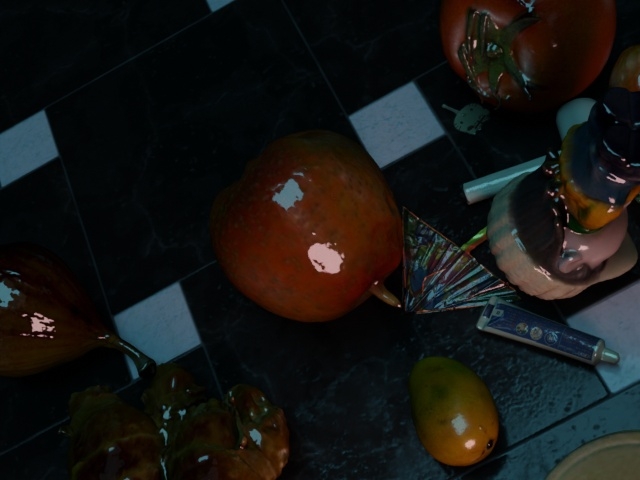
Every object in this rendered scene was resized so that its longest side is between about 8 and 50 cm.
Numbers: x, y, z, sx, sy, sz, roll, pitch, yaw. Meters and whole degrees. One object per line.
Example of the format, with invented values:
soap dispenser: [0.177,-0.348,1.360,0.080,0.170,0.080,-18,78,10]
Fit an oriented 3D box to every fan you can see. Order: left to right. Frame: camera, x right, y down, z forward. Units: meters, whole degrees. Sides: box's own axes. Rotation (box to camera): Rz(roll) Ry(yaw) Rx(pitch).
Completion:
fan: [0.224,-0.197,1.516,0.083,0.004,0.056,33,78,31]

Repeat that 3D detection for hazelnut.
hazelnut: [0.476,-0.201,1.346,0.150,0.150,0.150,-8,61,16]

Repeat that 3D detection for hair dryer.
hair dryer: [0.311,-0.108,1.415,0.236,0.073,0.131,-21,57,19]

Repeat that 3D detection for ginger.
ginger: [-0.204,0.302,1.325,0.357,0.152,0.274,10,68,22]

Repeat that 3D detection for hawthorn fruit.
hawthorn fruit: [0.000,0.000,1.362,0.298,0.277,0.277,40,82,12]

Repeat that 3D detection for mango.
mango: [0.173,0.218,1.272,0.111,0.089,0.163,-17,51,12]

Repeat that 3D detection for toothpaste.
toothpaste: [0.306,0.126,1.303,0.197,0.035,0.057,19,67,30]

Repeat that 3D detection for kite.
kite: [0.179,0.033,1.410,0.183,0.014,0.241,-41,57,-5]

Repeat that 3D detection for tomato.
tomato: [0.302,-0.313,1.411,0.255,0.256,0.224,33,60,30]

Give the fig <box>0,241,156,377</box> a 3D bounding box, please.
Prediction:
fig: [-0.400,0.137,1.493,0.320,0.217,0.217,23,71,-1]

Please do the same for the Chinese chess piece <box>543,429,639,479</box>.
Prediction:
Chinese chess piece: [0.359,0.344,1.086,0.273,0.102,0.273,-25,42,25]

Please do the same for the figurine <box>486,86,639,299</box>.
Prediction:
figurine: [0.315,-0.055,1.224,0.204,0.332,0.185,5,60,11]

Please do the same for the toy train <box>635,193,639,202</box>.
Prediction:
toy train: [0.481,-0.053,1.293,0.071,0.104,0.178,-40,57,1]
